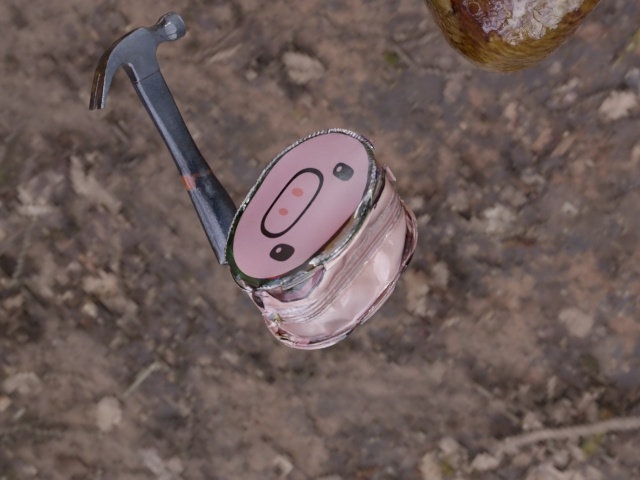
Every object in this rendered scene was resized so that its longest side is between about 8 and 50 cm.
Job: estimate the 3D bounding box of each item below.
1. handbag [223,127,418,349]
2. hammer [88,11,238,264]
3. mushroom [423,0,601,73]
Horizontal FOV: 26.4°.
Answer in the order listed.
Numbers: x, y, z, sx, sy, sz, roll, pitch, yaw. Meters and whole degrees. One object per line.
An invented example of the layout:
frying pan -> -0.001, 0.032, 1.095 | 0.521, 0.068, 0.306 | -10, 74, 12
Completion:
handbag -> -0.001, -0.001, 1.375 | 0.179, 0.205, 0.116 | 30, 168, 49
hammer -> -0.157, -0.097, 1.527 | 0.037, 0.137, 0.289 | 1, 120, 58
mushroom -> 0.211, -0.292, 1.068 | 0.345, 0.345, 0.239 | -15, 105, 47
